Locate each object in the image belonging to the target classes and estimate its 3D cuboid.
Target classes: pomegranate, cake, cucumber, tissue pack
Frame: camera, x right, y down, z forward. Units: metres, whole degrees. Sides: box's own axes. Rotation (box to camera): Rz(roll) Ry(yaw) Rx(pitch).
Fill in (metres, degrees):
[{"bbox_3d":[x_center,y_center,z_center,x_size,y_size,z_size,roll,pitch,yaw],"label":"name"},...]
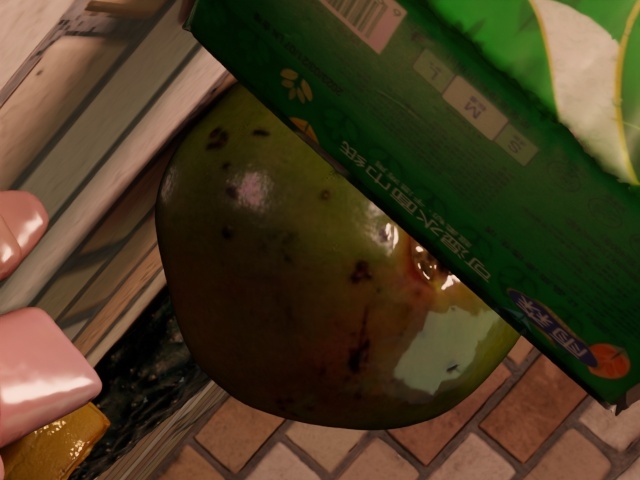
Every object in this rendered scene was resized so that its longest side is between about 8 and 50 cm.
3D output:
[{"bbox_3d":[0.000,0.000,0.928,0.181,0.181,0.224,-47,-164,-21],"label":"pomegranate"},{"bbox_3d":[-0.163,0.124,1.166,0.084,0.044,0.084,-48,178,-2],"label":"cake"},{"bbox_3d":[-0.125,0.108,1.316,0.211,0.062,0.078,-50,177,16],"label":"cucumber"},{"bbox_3d":[0.084,-0.075,0.675,0.156,0.209,0.148,-47,176,-24],"label":"tissue pack"}]

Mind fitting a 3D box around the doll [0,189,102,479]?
[{"bbox_3d":[-0.140,0.072,0.469,0.262,0.093,0.211,-47,171,33],"label":"doll"}]
